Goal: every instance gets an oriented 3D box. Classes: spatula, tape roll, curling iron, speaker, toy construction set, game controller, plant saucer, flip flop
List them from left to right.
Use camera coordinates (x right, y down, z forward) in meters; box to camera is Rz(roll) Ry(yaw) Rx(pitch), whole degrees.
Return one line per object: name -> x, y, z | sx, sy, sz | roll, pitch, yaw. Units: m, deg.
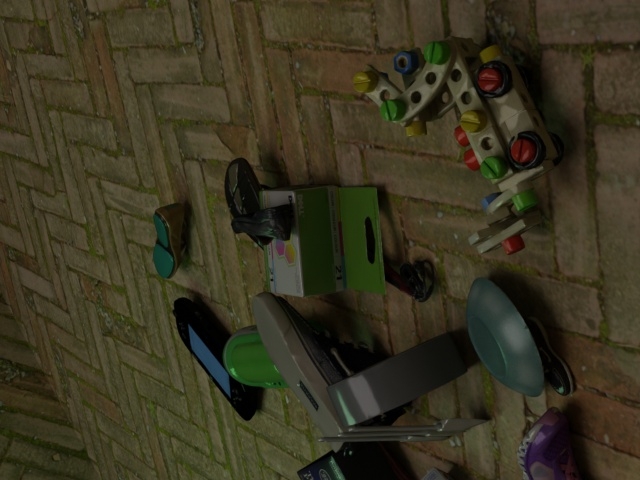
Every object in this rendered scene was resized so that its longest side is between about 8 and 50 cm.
game controller -> -0.244, 0.271, 2.520 | 0.319, 0.067, 0.166 | 47, 144, 33
flip flop -> -0.083, -0.037, 2.060 | 0.277, 0.080, 0.112 | 52, 145, -2
speaker -> -0.085, 0.225, 2.176 | 0.296, 0.131, 0.131 | -15, 96, 60
curling iron -> 0.104, 0.033, 1.843 | 0.274, 0.035, 0.068 | 30, 112, 53
tape roll -> 0.121, 0.221, 1.749 | 0.219, 0.219, 0.072 | -36, 76, 59
spatula -> 0.132, 0.310, 1.785 | 0.168, 0.242, 0.019 | 143, 127, -62
toy construction set -> 0.200, -0.133, 1.459 | 0.215, 0.151, 0.327 | -31, 90, 35
plant saucer -> 0.258, 0.149, 1.610 | 0.195, 0.037, 0.195 | 59, 165, 27

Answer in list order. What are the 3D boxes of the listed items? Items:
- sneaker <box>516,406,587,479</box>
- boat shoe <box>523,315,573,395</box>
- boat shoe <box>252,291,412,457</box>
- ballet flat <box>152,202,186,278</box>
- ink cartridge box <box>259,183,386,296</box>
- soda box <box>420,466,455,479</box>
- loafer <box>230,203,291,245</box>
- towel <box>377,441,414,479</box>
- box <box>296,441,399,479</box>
sneaker -> 0.348, 0.347, 1.605 | 0.104, 0.095, 0.236 | 30, 139, 37
boat shoe -> 0.319, 0.170, 1.578 | 0.125, 0.038, 0.046 | 64, 150, 7
boat shoe -> 0.021, 0.214, 1.967 | 0.340, 0.158, 0.127 | 57, 155, 19
ballet flat -> -0.334, 0.002, 2.487 | 0.080, 0.073, 0.232 | 43, 149, 22
ink cartridge box -> 0.000, 0.000, 1.877 | 0.255, 0.097, 0.188 | 4, 100, 61
soda box -> 0.153, 0.491, 1.886 | 0.069, 0.216, 0.074 | 48, -175, 32
loafer -> -0.105, -0.021, 1.898 | 0.170, 0.062, 0.061 | -11, 92, 61
towel -> 0.104, 0.510, 2.152 | 0.237, 0.037, 0.329 | 51, 148, 23
box -> 0.087, 0.507, 2.042 | 0.261, 0.103, 0.184 | 59, 147, 8
